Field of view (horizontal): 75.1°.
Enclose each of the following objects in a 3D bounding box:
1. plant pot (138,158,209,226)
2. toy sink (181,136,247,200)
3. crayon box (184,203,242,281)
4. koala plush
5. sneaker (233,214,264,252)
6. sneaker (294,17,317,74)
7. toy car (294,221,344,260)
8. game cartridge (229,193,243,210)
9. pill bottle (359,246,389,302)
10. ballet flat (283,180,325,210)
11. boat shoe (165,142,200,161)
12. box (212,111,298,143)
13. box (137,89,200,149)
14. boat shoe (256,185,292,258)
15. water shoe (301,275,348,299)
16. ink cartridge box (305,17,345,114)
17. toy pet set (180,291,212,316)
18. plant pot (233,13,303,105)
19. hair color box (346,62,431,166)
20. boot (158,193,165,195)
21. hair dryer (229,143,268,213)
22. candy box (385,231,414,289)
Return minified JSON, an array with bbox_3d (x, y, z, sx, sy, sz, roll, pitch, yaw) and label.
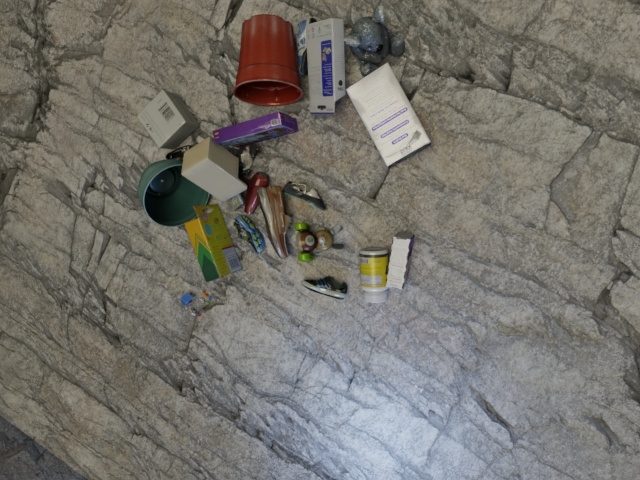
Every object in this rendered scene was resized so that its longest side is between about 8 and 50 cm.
[{"bbox_3d":[-0.664,-0.232,1.818,0.196,0.293,0.293,37,107,36],"label":"plant pot"},{"bbox_3d":[-0.432,-0.295,1.735,0.152,0.234,0.131,-23,54,27],"label":"toy sink"},{"bbox_3d":[-0.471,0.005,1.815,0.081,0.202,0.319,-19,91,18],"label":"crayon box"},{"bbox_3d":[0.175,-0.741,1.516,0.196,0.221,0.203,-37,86,18],"label":"koala plush"},{"bbox_3d":[-0.316,-0.025,1.845,0.188,0.067,0.078,52,128,2],"label":"sneaker"},{"bbox_3d":[-0.061,-0.772,1.665,0.081,0.080,0.211,14,100,33],"label":"sneaker"},{"bbox_3d":[0.000,0.000,1.718,0.188,0.149,0.155,-7,85,6],"label":"toy car"},{"bbox_3d":[-0.368,-0.170,1.819,0.083,0.017,0.056,-30,81,47],"label":"game cartridge"},{"bbox_3d":[0.218,0.137,1.675,0.119,0.119,0.209,-1,98,16],"label":"pill bottle"},{"bbox_3d":[-0.061,-0.194,1.739,0.203,0.074,0.074,26,104,14],"label":"ballet flat"},{"bbox_3d":[-0.600,-0.390,1.868,0.206,0.065,0.075,-10,94,17],"label":"boat shoe"},{"bbox_3d":[-0.259,-0.445,1.692,0.293,0.201,0.057,-11,94,17],"label":"box"},{"bbox_3d":[-0.671,-0.529,1.842,0.182,0.119,0.181,-37,87,18],"label":"box"},{"bbox_3d":[-0.173,-0.078,1.759,0.116,0.123,0.324,-18,109,-15],"label":"boat shoe"},{"bbox_3d":[0.019,0.190,1.777,0.203,0.073,0.080,17,75,14],"label":"water shoe"},{"bbox_3d":[0.020,-0.656,1.596,0.165,0.065,0.333,22,119,48],"label":"ink cartridge box"},{"bbox_3d":[-0.595,0.291,1.959,0.114,0.065,0.122,36,105,9],"label":"toy pet set"},{"bbox_3d":[-0.204,-0.701,1.625,0.272,0.272,0.265,-1,89,16],"label":"plant pot"},{"bbox_3d":[0.261,-0.470,1.588,0.185,0.110,0.339,-28,87,16],"label":"hair color box"},{"bbox_3d":[-0.758,-0.189,1.958,0.087,0.042,0.118,-5,95,23],"label":"boot"},{"bbox_3d":[-0.321,-0.261,1.817,0.223,0.080,0.294,-10,90,35],"label":"hair dryer"},{"bbox_3d":[0.311,0.075,1.615,0.070,0.165,0.196,9,100,17],"label":"candy box"}]
